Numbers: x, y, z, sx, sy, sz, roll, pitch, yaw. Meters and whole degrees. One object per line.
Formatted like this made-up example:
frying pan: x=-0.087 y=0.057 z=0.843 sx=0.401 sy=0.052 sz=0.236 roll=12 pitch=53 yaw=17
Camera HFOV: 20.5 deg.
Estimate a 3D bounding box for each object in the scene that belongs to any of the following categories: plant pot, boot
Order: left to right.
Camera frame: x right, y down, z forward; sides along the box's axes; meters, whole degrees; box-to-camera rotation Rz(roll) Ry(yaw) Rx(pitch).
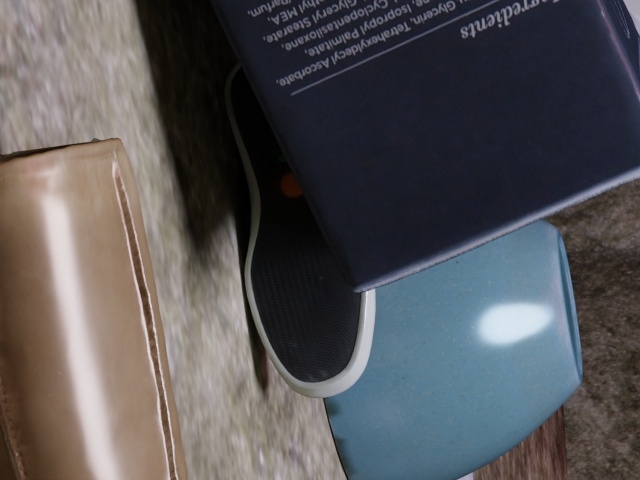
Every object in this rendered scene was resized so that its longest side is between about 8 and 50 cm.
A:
boot: x=-0.081 y=0.086 z=0.798 sx=0.236 sy=0.089 sz=0.269 roll=-33 pitch=112 yaw=-78
boot: x=0.000 y=0.000 z=1.278 sx=0.176 sy=0.088 sz=0.244 roll=48 pitch=32 yaw=-73
plant pot: x=0.117 y=0.069 z=1.515 sx=0.290 sy=0.195 sz=0.290 roll=-9 pitch=90 yaw=-78

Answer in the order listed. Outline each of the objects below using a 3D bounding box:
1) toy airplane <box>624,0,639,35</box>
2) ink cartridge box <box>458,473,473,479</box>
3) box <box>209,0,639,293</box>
toy airplane: x=0.177 y=-0.316 z=1.866 sx=0.386 sy=0.272 sz=0.384 roll=-9 pitch=67 yaw=-48
ink cartridge box: x=0.116 y=0.175 z=1.805 sx=0.208 sy=0.045 sz=0.206 roll=51 pitch=32 yaw=-66
box: x=0.049 y=-0.211 z=1.137 sx=0.395 sy=0.212 sz=0.293 roll=64 pitch=14 yaw=-8
